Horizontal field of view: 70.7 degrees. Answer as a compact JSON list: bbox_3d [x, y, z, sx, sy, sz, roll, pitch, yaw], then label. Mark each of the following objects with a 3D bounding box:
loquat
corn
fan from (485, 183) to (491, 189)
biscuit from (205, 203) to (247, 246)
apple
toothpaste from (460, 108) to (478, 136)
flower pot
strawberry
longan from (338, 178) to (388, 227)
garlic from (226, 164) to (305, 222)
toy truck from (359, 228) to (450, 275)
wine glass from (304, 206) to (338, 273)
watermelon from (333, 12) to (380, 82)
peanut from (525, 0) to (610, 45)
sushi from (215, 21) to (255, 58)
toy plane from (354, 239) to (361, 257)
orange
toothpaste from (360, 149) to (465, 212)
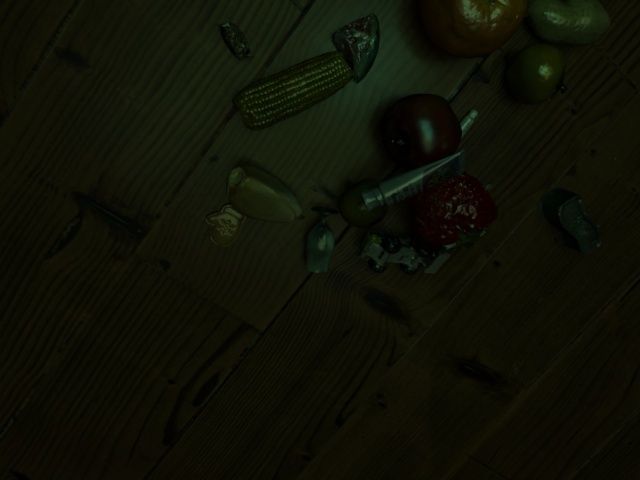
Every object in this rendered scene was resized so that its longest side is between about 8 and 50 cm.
[{"bbox_3d":[0.629,-0.495,1.331,0.150,0.172,0.204,-34,65,-9],"label":"loquat"},{"bbox_3d":[-0.075,-0.423,1.267,0.345,0.131,0.131,-26,109,0],"label":"corn"},{"bbox_3d":[0.468,-0.136,1.492,0.220,0.009,0.131,-25,109,1],"label":"fan"},{"bbox_3d":[-0.301,-0.049,1.403,0.118,0.023,0.140,20,104,-14],"label":"biscuit"},{"bbox_3d":[0.291,-0.316,1.307,0.234,0.234,0.233,-2,107,-7],"label":"apple"},{"bbox_3d":[0.427,-0.326,1.418,0.048,0.031,0.190,31,104,-18],"label":"toothpaste"},{"bbox_3d":[0.845,-0.060,1.517,0.103,0.108,0.229,-39,107,6],"label":"flower pot"},{"bbox_3d":[0.389,-0.111,1.374,0.258,0.257,0.276,-24,72,0],"label":"strawberry"},{"bbox_3d":[0.130,-0.121,1.387,0.155,0.145,0.176,-19,69,-20],"label":"longan"},{"bbox_3d":[-0.166,-0.128,1.326,0.245,0.164,0.145,28,84,-21],"label":"garlic"},{"bbox_3d":[0.269,0.035,1.460,0.286,0.111,0.136,9,137,-20],"label":"toy truck"},{"bbox_3d":[0.000,0.000,1.425,0.093,0.093,0.202,7,106,-10],"label":"wine glass"},{"bbox_3d":[0.101,-0.554,1.284,0.140,0.071,0.186,14,105,-7],"label":"watermelon"},{"bbox_3d":[0.712,-0.646,1.314,0.254,0.122,0.136,2,97,-4],"label":"peanut"},{"bbox_3d":[-0.232,-0.550,1.243,0.052,0.055,0.120,-34,110,-3],"label":"sushi"},{"bbox_3d":[0.149,0.035,1.491,0.084,0.024,0.077,43,82,-25],"label":"toy plane"},{"bbox_3d":[0.410,-0.640,1.215,0.284,0.226,0.283,-1,107,-2],"label":"orange"},{"bbox_3d":[0.262,-0.162,1.259,0.300,0.073,0.114,-22,150,7],"label":"toothpaste"}]
